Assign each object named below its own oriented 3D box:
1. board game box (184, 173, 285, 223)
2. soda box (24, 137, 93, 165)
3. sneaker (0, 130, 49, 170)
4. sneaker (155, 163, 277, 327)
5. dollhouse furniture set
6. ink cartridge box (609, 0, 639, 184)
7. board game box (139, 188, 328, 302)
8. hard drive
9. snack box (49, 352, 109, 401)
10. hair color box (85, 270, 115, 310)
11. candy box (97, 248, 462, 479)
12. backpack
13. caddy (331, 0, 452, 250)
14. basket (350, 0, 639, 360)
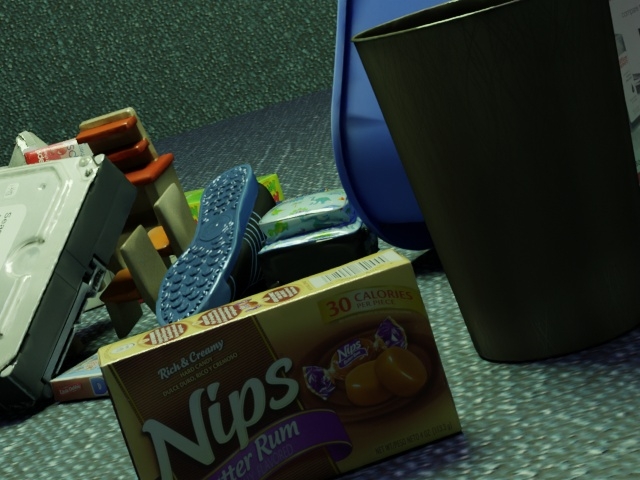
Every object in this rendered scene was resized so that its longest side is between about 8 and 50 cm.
[{"bbox_3d":[-0.143,-0.038,1.932,0.181,0.043,0.092,-10,13,39],"label":"board game box"},{"bbox_3d":[-0.268,-0.041,1.782,0.092,0.083,0.263,-17,-14,-4],"label":"soda box"},{"bbox_3d":[-0.384,-0.044,1.992,0.105,0.115,0.281,-26,-14,-40],"label":"sneaker"},{"bbox_3d":[-0.079,0.027,1.402,0.081,0.090,0.232,-21,30,28],"label":"sneaker"},{"bbox_3d":[-0.236,-0.006,1.499,0.262,0.135,0.259,-14,26,29],"label":"dollhouse furniture set"},{"bbox_3d":[0.234,-0.125,1.266,0.092,0.218,0.158,-7,14,42],"label":"ink cartridge box"},{"bbox_3d":[-0.091,0.004,1.616,0.193,0.045,0.147,-14,11,18],"label":"board game box"},{"bbox_3d":[-0.345,0.045,1.395,0.339,0.064,0.237,-5,52,34],"label":"hard drive"},{"bbox_3d":[-0.133,0.101,1.235,0.178,0.022,0.064,-10,13,34],"label":"snack box"},{"bbox_3d":[-0.298,0.041,1.632,0.167,0.093,0.053,-20,10,-17],"label":"hair color box"},{"bbox_3d":[-0.024,0.086,0.888,0.186,0.109,0.053,-18,11,-8],"label":"candy box"},{"bbox_3d":[0.000,0.000,1.378,0.105,0.084,0.114,-13,8,11],"label":"backpack"},{"bbox_3d":[0.118,-0.159,1.353,0.179,0.341,0.241,4,1,41],"label":"caddy"},{"bbox_3d":[0.131,-0.048,1.010,0.154,0.227,0.204,-22,12,-23],"label":"basket"}]
